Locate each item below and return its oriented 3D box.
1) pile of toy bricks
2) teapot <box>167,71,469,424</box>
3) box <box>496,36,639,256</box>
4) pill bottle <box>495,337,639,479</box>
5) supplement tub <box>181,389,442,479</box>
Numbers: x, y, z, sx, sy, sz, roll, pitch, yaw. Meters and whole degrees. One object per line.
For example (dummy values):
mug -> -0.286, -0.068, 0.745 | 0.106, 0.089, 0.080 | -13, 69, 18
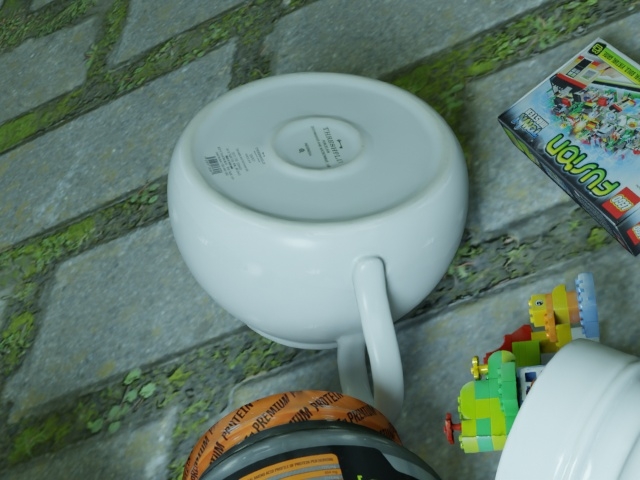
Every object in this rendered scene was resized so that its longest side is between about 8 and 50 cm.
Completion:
pile of toy bricks -> 0.131, 0.110, 0.858 | 0.105, 0.118, 0.212 | -7, 41, 10
teapot -> 0.000, 0.000, 1.071 | 0.252, 0.187, 0.256 | 18, 42, 21
box -> 0.234, -0.080, 1.062 | 0.114, 0.036, 0.207 | -38, 34, 2
pill bottle -> 0.227, 0.145, 0.640 | 0.272, 0.152, 0.152 | 23, 66, 28
supplement tub -> 0.010, 0.243, 0.766 | 0.193, 0.193, 0.316 | -32, 34, 11
